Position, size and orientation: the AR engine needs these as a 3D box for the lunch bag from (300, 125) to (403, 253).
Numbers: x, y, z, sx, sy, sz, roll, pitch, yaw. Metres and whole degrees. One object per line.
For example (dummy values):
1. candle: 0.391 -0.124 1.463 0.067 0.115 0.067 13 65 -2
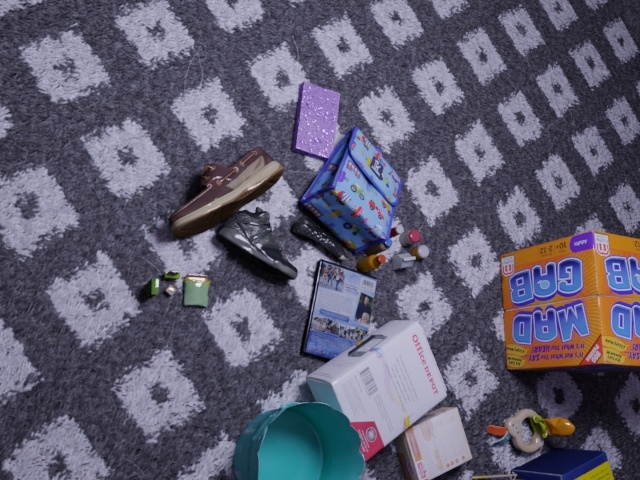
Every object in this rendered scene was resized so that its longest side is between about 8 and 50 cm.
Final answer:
1. lunch bag: 0.111 -0.152 1.748 0.221 0.138 0.293 43 50 -22

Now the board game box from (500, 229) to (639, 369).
1. board game box: 0.796 0.200 1.884 0.356 0.356 0.357 8 74 -26

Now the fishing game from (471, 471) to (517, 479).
1. fishing game: 0.491 0.751 1.698 0.189 0.041 0.264 -3 45 -14

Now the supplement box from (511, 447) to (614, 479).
1. supplement box: 0.714 0.791 1.786 0.194 0.195 0.357 -11 82 -30

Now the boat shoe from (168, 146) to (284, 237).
1. boat shoe: -0.245 -0.130 1.557 0.342 0.123 0.123 -37 82 -30

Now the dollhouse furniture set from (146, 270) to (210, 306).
1. dollhouse furniture set: -0.322 0.110 1.479 0.151 0.058 0.076 6 75 -27

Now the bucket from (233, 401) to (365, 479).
1. bucket: -0.054 0.505 1.452 0.281 0.183 0.281 7 75 -27

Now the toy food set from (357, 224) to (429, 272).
1. toy food set: 0.216 0.020 1.763 0.232 0.104 0.111 -6 80 -29

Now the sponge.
1. sponge: -0.011 -0.331 1.773 0.117 0.031 0.210 15 71 -25

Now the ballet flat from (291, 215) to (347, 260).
1. ballet flat: 0.000 0.000 1.695 0.173 0.057 0.049 37 104 -14

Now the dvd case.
1. dvd case: 0.052 0.192 1.681 0.180 0.022 0.253 19 70 -22

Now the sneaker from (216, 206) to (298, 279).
1. sneaker: -0.133 0.001 1.592 0.227 0.087 0.130 35 70 -11

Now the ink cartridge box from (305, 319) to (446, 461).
1. ink cartridge box: 0.145 0.369 1.608 0.306 0.131 0.226 -28 101 -32

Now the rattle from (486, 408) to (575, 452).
1. rattle: 0.596 0.550 1.820 0.199 0.142 0.130 15 89 -31

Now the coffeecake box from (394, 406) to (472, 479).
1. coffeecake box: 0.296 0.542 1.697 0.185 0.068 0.143 -13 84 -30
